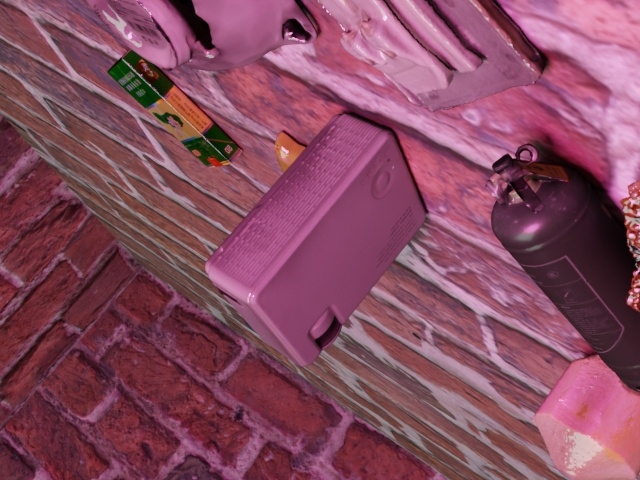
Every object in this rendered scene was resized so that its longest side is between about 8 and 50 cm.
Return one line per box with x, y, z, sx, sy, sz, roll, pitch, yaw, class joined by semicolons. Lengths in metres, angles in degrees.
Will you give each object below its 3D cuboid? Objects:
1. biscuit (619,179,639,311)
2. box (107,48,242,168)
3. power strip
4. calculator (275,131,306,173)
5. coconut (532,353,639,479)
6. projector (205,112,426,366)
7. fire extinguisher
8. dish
0.330;0.045;0.729;0.237;0.026;0.131;39;136;-4;biscuit
-0.238;-0.210;1.407;0.235;0.034;0.132;44;164;-19;box
0.060;-0.181;0.735;0.213;0.064;0.198;42;167;-14;power strip
0.018;-0.058;1.253;0.157;0.033;0.236;27;162;36;calculator
0.348;0.233;1.091;0.147;0.152;0.147;38;166;11;coconut
0.000;0.000;1.030;0.099;0.256;0.192;29;163;36;projector
0.247;0.021;0.810;0.311;0.095;0.114;46;-163;-21;fire extinguisher
-0.163;-0.269;0.900;0.303;0.120;0.303;37;166;11;dish
